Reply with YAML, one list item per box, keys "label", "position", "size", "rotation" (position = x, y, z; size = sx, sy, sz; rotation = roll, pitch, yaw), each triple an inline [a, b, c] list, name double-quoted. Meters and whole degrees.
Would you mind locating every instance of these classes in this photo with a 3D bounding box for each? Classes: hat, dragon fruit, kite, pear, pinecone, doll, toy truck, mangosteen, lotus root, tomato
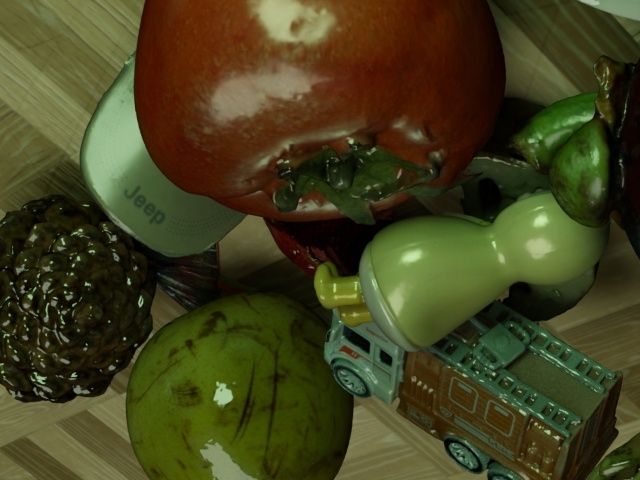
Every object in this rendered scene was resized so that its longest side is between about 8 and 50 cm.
- label: "hat"
  position: [-0.103, -0.107, 1.516]
  size: [0.214, 0.245, 0.149]
  rotation: [36, 160, -19]
- label: "dragon fruit"
  position: [-0.002, 0.000, 1.623]
  size: [0.120, 0.161, 0.127]
  rotation: [-3, 123, 26]
- label: "kite"
  position: [-0.156, 0.036, 1.844]
  size: [0.183, 0.014, 0.241]
  rotation: [17, 140, 5]
- label: "pear"
  position: [-0.088, 0.199, 1.779]
  size: [0.283, 0.284, 0.284]
  rotation: [13, 140, 11]
- label: "pinecone"
  position: [-0.309, 0.074, 1.787]
  size: [0.243, 0.243, 0.257]
  rotation: [26, 162, -4]
- label: "doll"
  position: [0.144, 0.014, 1.411]
  size: [0.296, 0.117, 0.141]
  rotation: [-25, 143, 12]
- label: "toy truck"
  position: [0.150, 0.127, 1.534]
  size: [0.305, 0.136, 0.162]
  rotation: [32, 151, 21]
- label: "mangosteen"
  position: [0.346, -0.089, 1.243]
  size: [0.359, 0.306, 0.306]
  rotation: [23, 144, 25]
- label: "lotus root"
  position: [0.213, -0.029, 1.509]
  size: [0.138, 0.119, 0.235]
  rotation: [3, 136, 23]
- label: "tomato"
  position: [-0.002, -0.171, 1.325]
  size: [0.341, 0.273, 0.341]
  rotation: [-8, 162, -2]

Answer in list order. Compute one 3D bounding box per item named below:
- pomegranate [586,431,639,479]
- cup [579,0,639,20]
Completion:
- label: "pomegranate"
  position: [0.399, 0.133, 1.463]
  size: [0.216, 0.358, 0.310]
  rotation: [50, 169, 42]
- label: "cup"
  position: [0.218, -0.301, 1.129]
  size: [0.221, 0.167, 0.202]
  rotation: [33, 122, 15]
